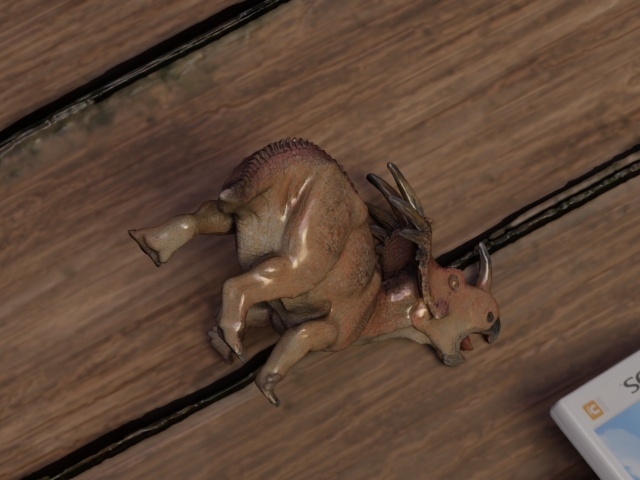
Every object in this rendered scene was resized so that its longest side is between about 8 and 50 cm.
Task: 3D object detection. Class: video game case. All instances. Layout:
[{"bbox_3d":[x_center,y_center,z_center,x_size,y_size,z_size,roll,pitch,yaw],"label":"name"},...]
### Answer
[{"bbox_3d":[0.292,0.156,1.071,0.193,0.023,0.212,-26,69,-31],"label":"video game case"}]

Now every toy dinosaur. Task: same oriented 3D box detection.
[{"bbox_3d":[0.000,0.000,1.069,0.200,0.295,0.127,-41,50,-8],"label":"toy dinosaur"}]
